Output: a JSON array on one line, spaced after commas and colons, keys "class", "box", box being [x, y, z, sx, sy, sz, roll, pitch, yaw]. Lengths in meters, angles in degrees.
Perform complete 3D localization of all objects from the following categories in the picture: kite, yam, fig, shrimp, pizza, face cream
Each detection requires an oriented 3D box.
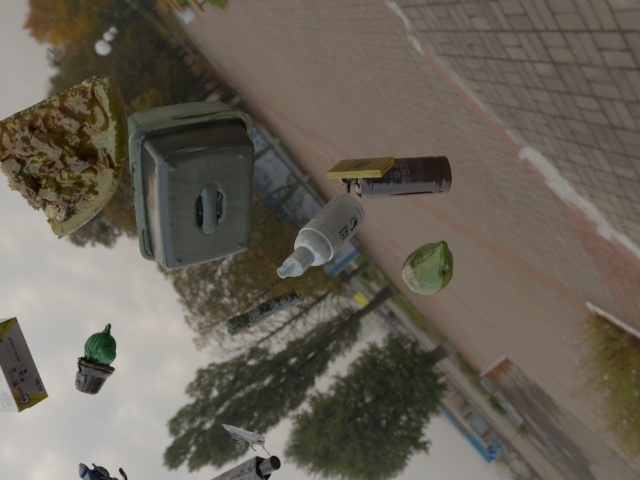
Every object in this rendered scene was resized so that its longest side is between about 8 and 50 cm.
[{"class": "kite", "box": [-0.238, 0.692, 2.133, 0.152, 0.015, 0.285, 11, 149, 16]}, {"class": "yam", "box": [-0.175, 0.219, 1.929, 0.061, 0.253, 0.061, 63, -178, -3]}, {"class": "fig", "box": [0.369, 0.087, 2.031, 0.167, 0.167, 0.234, 49, 146, -12]}, {"class": "shrimp", "box": [-0.693, 0.806, 2.113, 0.127, 0.025, 0.091, 55, -166, -43]}, {"class": "pizza", "box": [-0.441, -0.147, 1.151, 0.087, 0.269, 0.257, 58, 176, 40]}, {"class": "face cream", "box": [0.000, 0.000, 2.089, 0.146, 0.369, 0.145, 24, 139, 22]}]

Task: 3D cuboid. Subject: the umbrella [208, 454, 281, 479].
[{"class": "umbrella", "box": [-0.242, 0.680, 1.755, 0.067, 0.337, 0.073, 31, -146, -40]}]

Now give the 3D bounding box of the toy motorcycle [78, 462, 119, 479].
[{"class": "toy motorcycle", "box": [-0.692, 0.780, 1.948, 0.114, 0.076, 0.205, 33, -171, -43]}]

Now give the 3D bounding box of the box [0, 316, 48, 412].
[{"class": "box", "box": [-0.920, 0.363, 1.816, 0.097, 0.169, 0.264, -30, -76, -52]}]

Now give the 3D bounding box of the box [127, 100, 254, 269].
[{"class": "box", "box": [-0.228, -0.099, 1.120, 0.166, 0.221, 0.290, 49, 144, 41]}]

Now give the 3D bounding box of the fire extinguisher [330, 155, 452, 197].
[{"class": "fire extinguisher", "box": [0.204, -0.192, 1.832, 0.114, 0.338, 0.135, 105, 159, -66]}]

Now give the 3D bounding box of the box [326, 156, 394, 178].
[{"class": "box", "box": [0.102, -0.186, 1.596, 0.155, 0.087, 0.023, 1, 117, 32]}]

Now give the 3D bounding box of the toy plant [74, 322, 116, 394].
[{"class": "toy plant", "box": [-0.630, 0.334, 1.773, 0.105, 0.200, 0.143, 22, 170, -32]}]
